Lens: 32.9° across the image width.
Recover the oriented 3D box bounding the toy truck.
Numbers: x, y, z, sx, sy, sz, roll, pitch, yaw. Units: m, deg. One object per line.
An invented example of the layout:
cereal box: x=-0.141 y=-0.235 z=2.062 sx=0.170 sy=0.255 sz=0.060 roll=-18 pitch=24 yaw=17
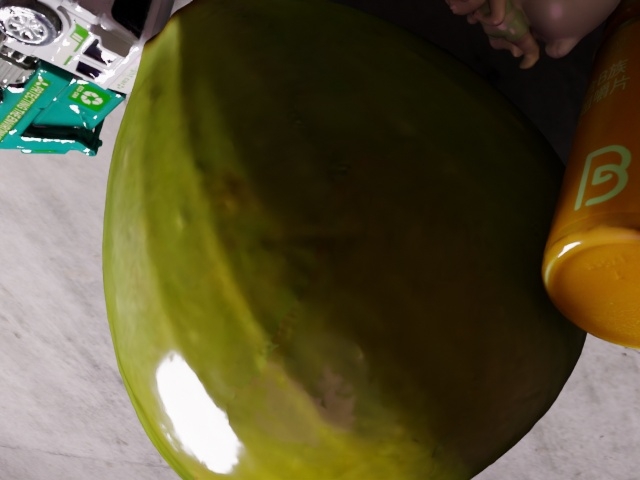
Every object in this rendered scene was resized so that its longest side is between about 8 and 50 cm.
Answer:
toy truck: x=-0.175 y=-0.125 z=0.724 sx=0.116 sy=0.110 sz=0.216 roll=25 pitch=147 yaw=-27

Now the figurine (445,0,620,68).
figurine: x=0.088 y=-0.158 z=0.536 sx=0.081 sy=0.098 sz=0.146 roll=-3 pitch=141 yaw=50

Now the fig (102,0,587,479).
fig: x=0.000 y=0.000 z=0.648 sx=0.316 sy=0.316 sz=0.316 roll=15 pitch=145 yaw=11

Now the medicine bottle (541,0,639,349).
medicine bottle: x=0.177 y=-0.046 z=0.554 sx=0.096 sy=0.192 sz=0.096 roll=15 pitch=146 yaw=10
